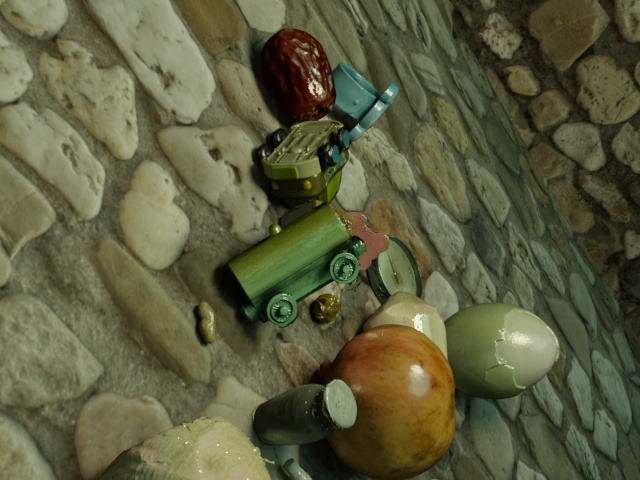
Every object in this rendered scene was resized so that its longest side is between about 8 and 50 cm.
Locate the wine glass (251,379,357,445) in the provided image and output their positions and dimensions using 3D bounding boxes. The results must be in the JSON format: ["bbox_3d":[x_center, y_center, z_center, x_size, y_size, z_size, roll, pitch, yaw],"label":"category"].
[{"bbox_3d":[-0.031,0.342,1.412,0.111,0.204,0.111,30,47,-39],"label":"wine glass"}]

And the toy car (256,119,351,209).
[{"bbox_3d":[-0.026,-0.168,1.766,0.248,0.204,0.198,-58,141,-49],"label":"toy car"}]

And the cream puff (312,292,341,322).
[{"bbox_3d":[0.013,0.159,1.714,0.058,0.083,0.083,31,44,19],"label":"cream puff"}]

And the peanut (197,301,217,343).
[{"bbox_3d":[-0.221,0.161,1.410,0.037,0.037,0.083,13,55,-50],"label":"peanut"}]

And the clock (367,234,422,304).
[{"bbox_3d":[0.211,0.093,2.023,0.226,0.049,0.226,30,50,-43],"label":"clock"}]

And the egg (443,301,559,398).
[{"bbox_3d":[0.507,0.313,2.054,0.278,0.336,0.279,22,60,-46],"label":"egg"}]

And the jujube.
[{"bbox_3d":[-0.053,-0.430,1.849,0.183,0.183,0.243,-4,62,-54],"label":"jujube"}]

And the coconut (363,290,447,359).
[{"bbox_3d":[0.214,0.243,1.800,0.224,0.224,0.234,32,45,-40],"label":"coconut"}]

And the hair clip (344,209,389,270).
[{"bbox_3d":[0.100,-0.008,1.884,0.138,0.123,0.102,45,11,-37],"label":"hair clip"}]

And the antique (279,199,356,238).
[{"bbox_3d":[0.000,0.000,1.704,0.151,0.147,0.147,20,57,-44],"label":"antique"}]

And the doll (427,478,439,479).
[{"bbox_3d":[0.194,0.652,1.634,0.275,0.113,0.155,-18,77,-49],"label":"doll"}]

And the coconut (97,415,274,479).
[{"bbox_3d":[-0.207,0.424,1.055,0.254,0.297,0.298,1,70,-68],"label":"coconut"}]

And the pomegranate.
[{"bbox_3d":[0.131,0.345,1.558,0.338,0.338,0.339,30,48,-41],"label":"pomegranate"}]

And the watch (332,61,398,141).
[{"bbox_3d":[0.101,-0.421,2.083,0.193,0.211,0.211,42,38,-4],"label":"watch"}]

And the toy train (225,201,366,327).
[{"bbox_3d":[-0.048,0.052,1.514,0.190,0.307,0.126,64,-11,-26],"label":"toy train"}]

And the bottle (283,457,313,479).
[{"bbox_3d":[-0.006,0.533,1.463,0.217,0.060,0.060,58,35,-15],"label":"bottle"}]
